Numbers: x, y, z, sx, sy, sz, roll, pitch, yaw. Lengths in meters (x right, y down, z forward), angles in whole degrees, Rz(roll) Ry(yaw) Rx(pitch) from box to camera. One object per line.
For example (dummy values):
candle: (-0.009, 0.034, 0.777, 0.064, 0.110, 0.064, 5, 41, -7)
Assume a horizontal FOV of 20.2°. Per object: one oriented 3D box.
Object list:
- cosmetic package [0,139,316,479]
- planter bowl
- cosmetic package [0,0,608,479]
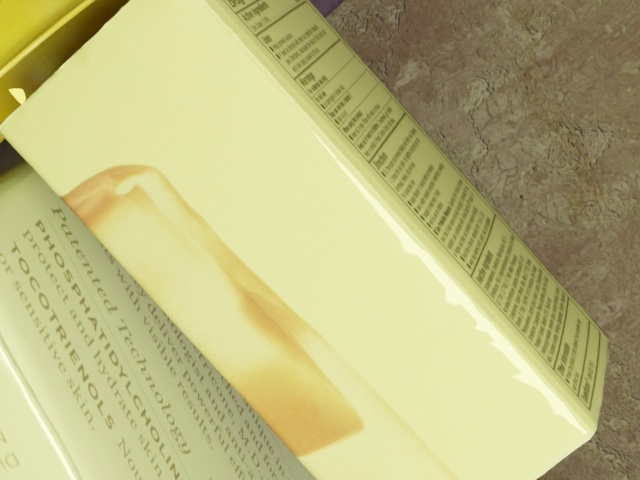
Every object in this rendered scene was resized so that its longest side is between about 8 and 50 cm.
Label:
cosmetic package: (-0.211, 0.142, 1.077, 0.329, 0.327, 0.393, -25, -169, 15)
planter bowl: (-0.177, -0.093, 0.836, 0.217, 0.090, 0.217, -42, -176, 3)
cosmetic package: (0.000, 0.000, 0.903, 0.129, 0.296, 0.153, -40, -177, 19)
